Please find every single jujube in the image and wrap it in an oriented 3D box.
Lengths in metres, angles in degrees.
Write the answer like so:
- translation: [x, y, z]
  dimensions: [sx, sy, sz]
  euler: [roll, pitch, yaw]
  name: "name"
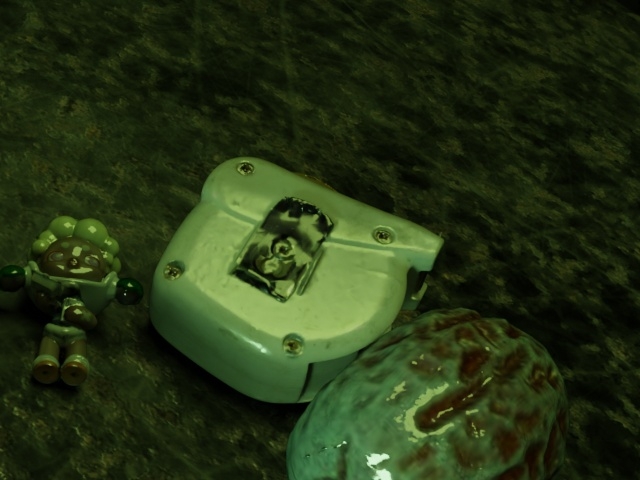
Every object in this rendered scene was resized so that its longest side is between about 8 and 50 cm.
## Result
- translation: [0.113, 0.192, 1.628]
  dimensions: [0.215, 0.246, 0.308]
  euler: [46, 46, 12]
  name: "jujube"

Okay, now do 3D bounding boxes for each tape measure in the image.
- translation: [-0.029, 0.040, 1.809]
  dimensions: [0.258, 0.130, 0.265]
  euler: [25, 51, 5]
  name: "tape measure"

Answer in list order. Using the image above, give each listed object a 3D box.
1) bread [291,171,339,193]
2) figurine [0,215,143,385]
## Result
- translation: [0.000, 0.000, 1.987]
  dimensions: [0.147, 0.098, 0.217]
  euler: [-14, 47, -42]
  name: "bread"
- translation: [-0.251, 0.055, 1.723]
  dimensions: [0.147, 0.093, 0.197]
  euler: [7, 34, -9]
  name: "figurine"
